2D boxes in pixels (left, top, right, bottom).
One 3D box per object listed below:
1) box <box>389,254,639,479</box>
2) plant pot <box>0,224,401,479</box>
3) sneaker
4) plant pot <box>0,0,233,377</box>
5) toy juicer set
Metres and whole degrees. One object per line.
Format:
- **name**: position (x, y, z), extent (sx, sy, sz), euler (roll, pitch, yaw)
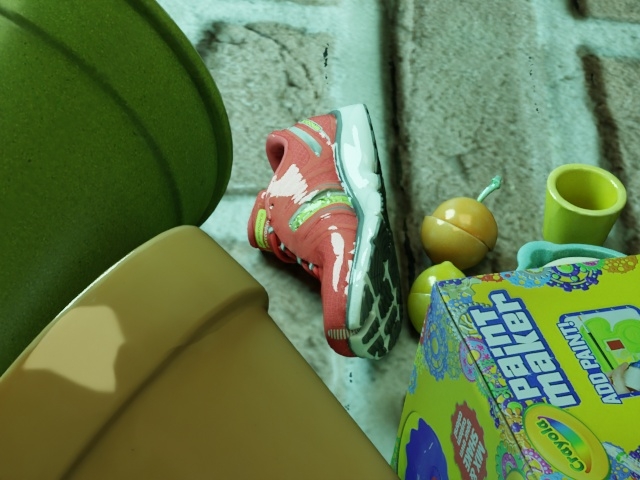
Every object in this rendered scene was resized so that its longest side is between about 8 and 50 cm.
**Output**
- **box**: position (0.201, 0.169, 1.000), extent (0.279, 0.290, 0.177), euler (-7, 44, -19)
- **plant pot**: position (-0.086, 0.164, 0.976), extent (0.203, 0.291, 0.291), euler (37, 47, 10)
- **sneaker**: position (0.000, 0.000, 1.321), extent (0.118, 0.107, 0.279), euler (-11, 39, 5)
- **plant pot**: position (-0.292, 0.016, 1.074), extent (0.366, 0.366, 0.353), euler (17, 54, 9)
- **toy juicer set**: position (0.180, 0.057, 1.274), extent (0.209, 0.089, 0.329), euler (-2, 43, -13)
